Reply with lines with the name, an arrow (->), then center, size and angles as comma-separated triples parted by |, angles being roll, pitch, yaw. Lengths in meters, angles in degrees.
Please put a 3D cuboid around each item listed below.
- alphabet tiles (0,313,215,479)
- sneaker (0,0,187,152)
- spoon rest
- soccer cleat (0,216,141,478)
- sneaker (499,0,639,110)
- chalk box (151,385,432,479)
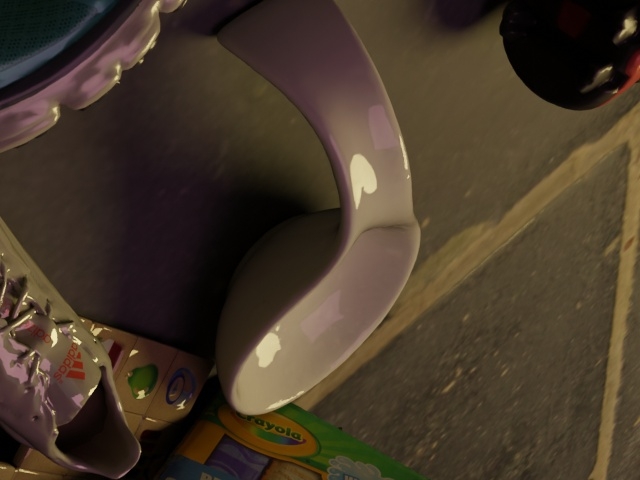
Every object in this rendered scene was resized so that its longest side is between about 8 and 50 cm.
alphabet tiles -> -0.157, 0.147, 0.752 | 0.237, 0.009, 0.198 | -62, 151, 0
sneaker -> -0.137, -0.073, 0.458 | 0.275, 0.107, 0.110 | -43, 140, -17
spoon rest -> 0.000, 0.000, 0.769 | 0.137, 0.084, 0.276 | -36, 150, -22
soccer cleat -> -0.127, 0.036, 0.618 | 0.068, 0.076, 0.196 | -52, 149, -16
sneaker -> 0.201, -0.193, 0.796 | 0.135, 0.097, 0.276 | -14, 139, -48
chalk box -> -0.029, 0.212, 0.847 | 0.180, 0.179, 0.289 | -64, 174, 29
